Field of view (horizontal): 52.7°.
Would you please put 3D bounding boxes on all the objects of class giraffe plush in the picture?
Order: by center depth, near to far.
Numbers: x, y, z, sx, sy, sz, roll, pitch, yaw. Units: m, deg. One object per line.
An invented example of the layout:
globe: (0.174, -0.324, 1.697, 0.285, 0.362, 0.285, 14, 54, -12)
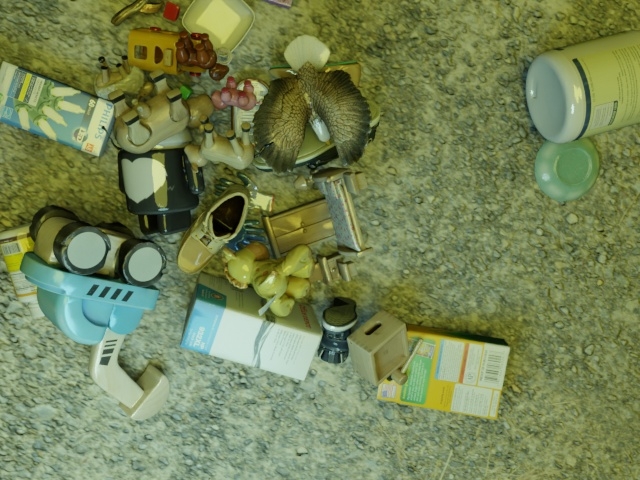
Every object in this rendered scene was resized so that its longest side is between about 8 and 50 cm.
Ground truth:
giraffe plush: (-0.136, 0.073, 1.489, 0.170, 0.210, 0.181, 28, 125, 26)

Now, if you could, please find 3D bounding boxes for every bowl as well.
bowl: (-0.242, -0.525, 1.545, 0.142, 0.053, 0.142, 38, 92, -12)

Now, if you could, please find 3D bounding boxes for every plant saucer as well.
plant saucer: (0.679, -0.201, 1.752, 0.195, 0.037, 0.195, -1, 99, -10)

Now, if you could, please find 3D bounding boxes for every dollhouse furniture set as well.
dollhouse furniture set: (0.000, 0.000, 1.500, 0.173, 0.355, 0.303, -20, 103, -14)

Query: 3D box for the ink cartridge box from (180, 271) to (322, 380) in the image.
ink cartridge box: (-0.170, 0.206, 1.581, 0.307, 0.223, 0.129, 18, 100, -12)

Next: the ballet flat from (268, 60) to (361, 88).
ballet flat: (-0.011, -0.398, 1.588, 0.232, 0.080, 0.073, -6, 100, -8)

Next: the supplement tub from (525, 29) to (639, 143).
supplement tub: (0.715, -0.392, 1.627, 0.324, 0.235, 0.235, -15, 101, -7)

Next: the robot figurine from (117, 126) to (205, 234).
robot figurine: (-0.379, -0.154, 1.518, 0.209, 0.173, 0.278, -5, 100, -8)

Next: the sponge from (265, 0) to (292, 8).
sponge: (-0.159, -0.646, 1.550, 0.210, 0.031, 0.117, 14, 96, -11)

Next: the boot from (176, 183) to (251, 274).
boot: (-0.256, -0.016, 1.524, 0.095, 0.203, 0.262, 40, 92, -12)

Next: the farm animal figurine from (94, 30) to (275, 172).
farm animal figurine: (-0.292, -0.261, 1.371, 0.326, 0.172, 0.330, -16, 62, -8)

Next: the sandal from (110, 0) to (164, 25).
sandal: (-0.406, -0.548, 1.510, 0.180, 0.072, 0.049, -36, 118, -1)

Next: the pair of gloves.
pair of gloves: (-0.204, -0.069, 1.638, 0.159, 0.023, 0.198, 15, 97, -11)

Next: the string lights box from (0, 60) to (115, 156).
string lights box: (-0.618, -0.303, 1.506, 0.259, 0.077, 0.133, 19, 94, -12)

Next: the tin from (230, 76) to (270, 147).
tin: (-0.170, -0.308, 1.600, 0.106, 0.040, 0.190, -1, 99, -5)

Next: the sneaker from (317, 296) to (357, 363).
sneaker: (0.038, 0.246, 1.628, 0.086, 0.226, 0.163, 16, 100, 9)

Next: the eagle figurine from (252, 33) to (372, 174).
eagle figurine: (-0.017, -0.290, 1.439, 0.225, 0.298, 0.226, 31, 118, -21)

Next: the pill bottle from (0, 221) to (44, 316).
pill bottle: (-0.676, 0.068, 1.534, 0.117, 0.117, 0.215, -14, 101, -7)

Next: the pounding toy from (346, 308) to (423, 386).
pounding toy: (0.169, 0.280, 1.643, 0.181, 0.094, 0.206, -35, 134, -26)

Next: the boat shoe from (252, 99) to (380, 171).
boat shoe: (-0.007, -0.235, 1.602, 0.340, 0.113, 0.127, -29, 57, -12)

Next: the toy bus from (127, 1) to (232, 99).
toy bus: (-0.341, -0.428, 1.485, 0.202, 0.104, 0.191, -35, 105, 18)

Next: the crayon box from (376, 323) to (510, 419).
crayon box: (0.323, 0.345, 1.732, 0.323, 0.083, 0.203, 9, 97, 3)

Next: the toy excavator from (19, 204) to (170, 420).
toy excavator: (-0.508, 0.187, 1.510, 0.433, 0.222, 0.445, 19, 92, -44)
